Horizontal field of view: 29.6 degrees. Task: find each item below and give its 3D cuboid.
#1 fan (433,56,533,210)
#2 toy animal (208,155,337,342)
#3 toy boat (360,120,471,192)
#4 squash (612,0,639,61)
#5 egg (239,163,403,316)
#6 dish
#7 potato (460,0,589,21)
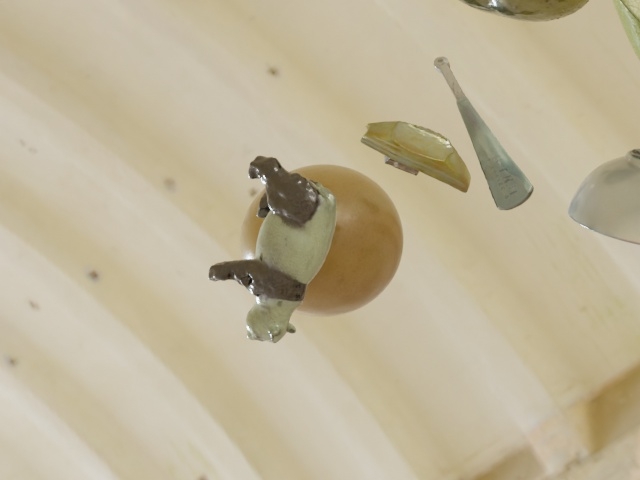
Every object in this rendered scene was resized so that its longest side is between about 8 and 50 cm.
[{"bbox_3d":[0.225,-0.160,1.709,0.057,0.282,0.023,-31,-33,17],"label":"fan"},{"bbox_3d":[-0.052,0.019,1.459,0.094,0.121,0.225,0,-66,-62],"label":"toy animal"},{"bbox_3d":[0.139,-0.121,1.719,0.066,0.172,0.065,123,167,-53],"label":"toy boat"},{"bbox_3d":[0.600,-0.417,2.082,0.189,0.189,0.260,-33,-47,1],"label":"squash"},{"bbox_3d":[0.000,0.000,1.977,0.250,0.250,0.322,-39,-16,20],"label":"egg"},{"bbox_3d":[0.411,-0.060,1.434,0.228,0.236,0.086,-6,-68,-33],"label":"dish"},{"bbox_3d":[0.227,-0.360,1.511,0.143,0.248,0.169,-65,-12,-5],"label":"potato"}]
